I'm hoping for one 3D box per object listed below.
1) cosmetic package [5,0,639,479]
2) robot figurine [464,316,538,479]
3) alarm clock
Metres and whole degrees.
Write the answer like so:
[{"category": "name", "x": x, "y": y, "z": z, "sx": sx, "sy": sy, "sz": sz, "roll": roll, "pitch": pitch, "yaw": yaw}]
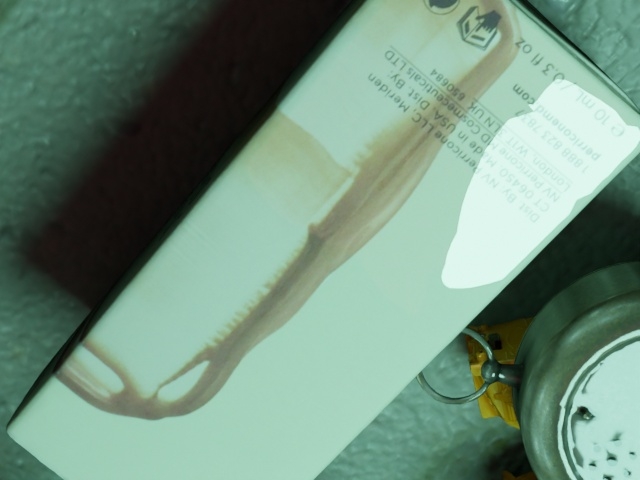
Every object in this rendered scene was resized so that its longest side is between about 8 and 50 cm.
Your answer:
[{"category": "cosmetic package", "x": 0.000, "y": 0.000, "z": 0.516, "sx": 0.129, "sy": 0.153, "sz": 0.296, "roll": 39, "pitch": 106, "yaw": -9}, {"category": "robot figurine", "x": 0.234, "y": 0.089, "z": 0.571, "sx": 0.291, "sy": 0.085, "sz": 0.211, "roll": -11, "pitch": 110, "yaw": 8}, {"category": "alarm clock", "x": 0.139, "y": 0.075, "z": 0.499, "sx": 0.192, "sy": 0.064, "sz": 0.129, "roll": 10, "pitch": 106, "yaw": 5}]
